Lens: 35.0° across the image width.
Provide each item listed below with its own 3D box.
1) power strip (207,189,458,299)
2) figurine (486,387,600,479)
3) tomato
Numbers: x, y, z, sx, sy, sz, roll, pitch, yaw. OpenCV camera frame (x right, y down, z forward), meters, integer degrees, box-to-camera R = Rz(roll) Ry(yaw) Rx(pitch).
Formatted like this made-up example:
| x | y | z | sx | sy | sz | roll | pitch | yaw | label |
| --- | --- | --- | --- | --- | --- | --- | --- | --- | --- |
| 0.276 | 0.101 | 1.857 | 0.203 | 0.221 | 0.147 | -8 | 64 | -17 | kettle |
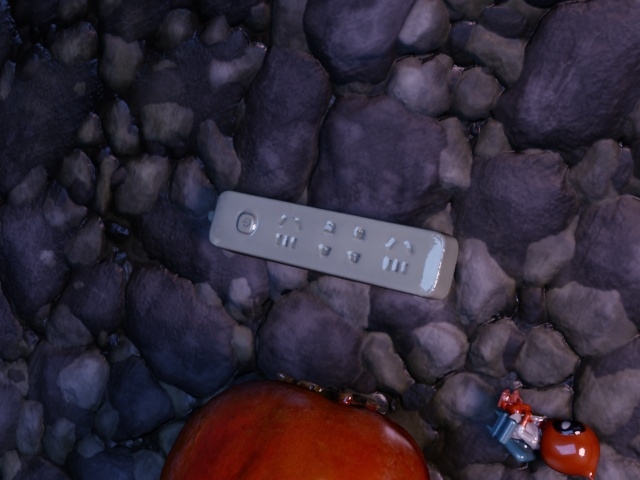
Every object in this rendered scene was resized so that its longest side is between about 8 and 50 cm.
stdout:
| x | y | z | sx | sy | sz | roll | pitch | yaw | label |
| --- | --- | --- | --- | --- | --- | --- | --- | --- | --- |
| 0.000 | 0.000 | 1.411 | 0.385 | 0.062 | 0.091 | 12 | 88 | 27 | power strip |
| 0.276 | 0.242 | 1.239 | 0.140 | 0.068 | 0.075 | 27 | 95 | 29 | figurine |
| -0.032 | 0.315 | 1.246 | 0.325 | 0.293 | 0.289 | 13 | 78 | 40 | tomato |
